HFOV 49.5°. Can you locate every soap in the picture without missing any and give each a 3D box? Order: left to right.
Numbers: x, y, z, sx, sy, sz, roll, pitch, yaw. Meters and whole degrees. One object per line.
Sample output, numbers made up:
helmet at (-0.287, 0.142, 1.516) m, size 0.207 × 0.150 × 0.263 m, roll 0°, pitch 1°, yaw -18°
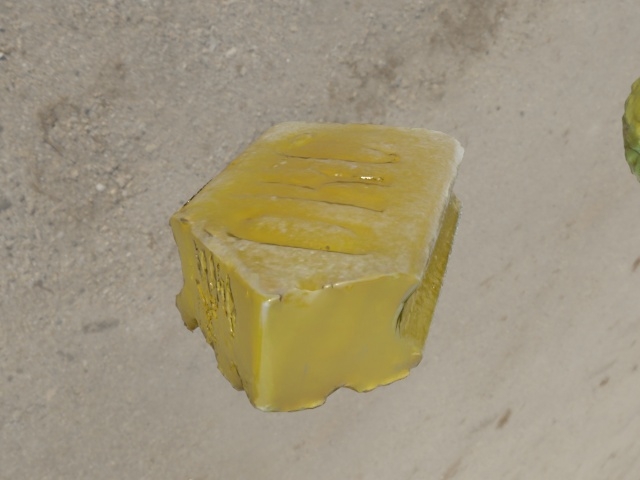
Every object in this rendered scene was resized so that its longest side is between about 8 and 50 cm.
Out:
soap at (0.000, 0.000, 0.444) m, size 0.257 × 0.161 × 0.080 m, roll -59°, pitch 151°, yaw -58°

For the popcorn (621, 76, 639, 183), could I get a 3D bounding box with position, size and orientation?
popcorn at (0.471, -0.144, 0.834) m, size 0.184 × 0.204 × 0.221 m, roll 11°, pitch 107°, yaw -54°
